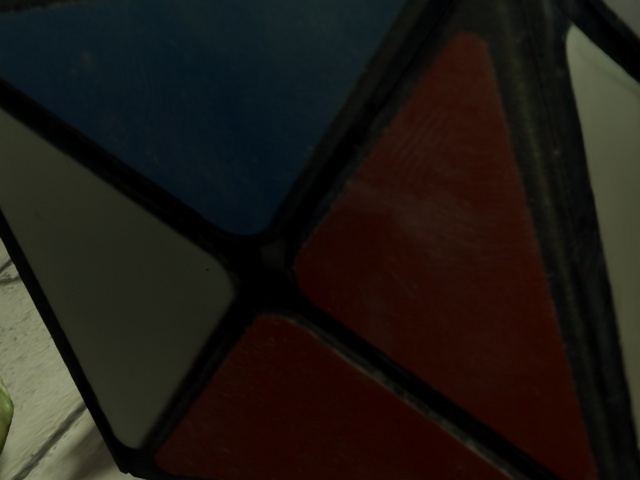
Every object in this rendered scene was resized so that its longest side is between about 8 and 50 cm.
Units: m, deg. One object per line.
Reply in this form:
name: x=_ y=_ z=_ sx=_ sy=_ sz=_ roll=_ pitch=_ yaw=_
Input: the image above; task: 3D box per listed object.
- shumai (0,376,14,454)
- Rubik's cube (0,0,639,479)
shumai: x=-0.477 y=0.159 z=0.991 sx=0.397 sy=0.323 sz=0.324 roll=-43 pitch=21 yaw=-18
Rubik's cube: x=0.042 y=-0.069 z=0.627 sx=0.305 sy=0.307 sz=0.310 roll=-1 pitch=37 yaw=30
